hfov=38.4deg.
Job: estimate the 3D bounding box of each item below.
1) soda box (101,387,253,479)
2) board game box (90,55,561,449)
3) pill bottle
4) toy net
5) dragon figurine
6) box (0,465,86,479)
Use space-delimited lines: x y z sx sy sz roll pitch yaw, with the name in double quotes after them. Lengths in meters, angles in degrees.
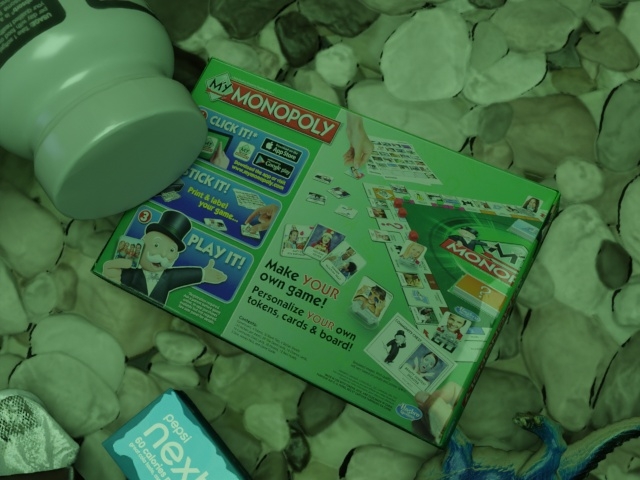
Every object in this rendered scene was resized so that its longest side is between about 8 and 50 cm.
-0.077 0.219 0.725 0.071 0.067 0.210 -39 81 -7 "soda box"
0.000 0.000 0.738 0.317 0.046 0.213 24 79 19 "board game box"
-0.216 -0.163 0.730 0.162 0.162 0.278 -33 74 -6 "pill bottle"
-0.302 0.131 0.753 0.232 0.045 0.122 15 78 1 "toy net"
0.149 0.209 0.717 0.289 0.085 0.143 -6 82 3 "dragon figurine"
-0.252 0.272 0.643 0.203 0.168 0.167 -7 60 -2 "box"
